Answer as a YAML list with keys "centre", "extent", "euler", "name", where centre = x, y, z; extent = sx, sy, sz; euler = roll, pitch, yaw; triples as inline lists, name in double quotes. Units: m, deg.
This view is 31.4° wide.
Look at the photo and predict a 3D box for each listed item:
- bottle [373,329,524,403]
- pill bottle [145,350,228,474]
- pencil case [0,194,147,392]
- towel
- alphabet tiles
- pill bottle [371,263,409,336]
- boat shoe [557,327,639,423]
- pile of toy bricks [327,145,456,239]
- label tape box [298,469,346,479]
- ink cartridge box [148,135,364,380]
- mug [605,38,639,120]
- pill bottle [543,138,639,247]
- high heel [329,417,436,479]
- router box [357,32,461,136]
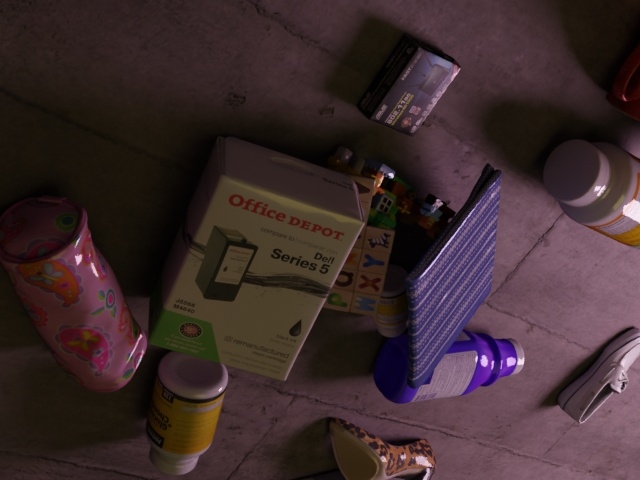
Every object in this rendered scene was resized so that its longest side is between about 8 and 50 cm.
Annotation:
- centre: [0.227, 0.210, 1.955]
  extent: [0.283, 0.092, 0.118]
  euler: [-2, 124, -35]
  name: "bottle"
- centre: [-0.201, 0.255, 1.674]
  extent: [0.103, 0.103, 0.184]
  euler: [-7, 130, -31]
  name: "pill bottle"
- centre: [-0.307, 0.069, 1.425]
  extent: [0.124, 0.124, 0.284]
  euler: [-29, 139, -11]
  name: "pencil case"
- centre: [0.196, 0.063, 1.733]
  extent: [0.243, 0.040, 0.336]
  euler: [-51, 156, -25]
  name: "towel"
- centre: [0.000, 0.000, 1.577]
  extent: [0.198, 0.009, 0.237]
  euler: [10, 128, 1]
  name: "alphabet tiles"
- centre: [0.109, 0.098, 1.788]
  extent: [0.065, 0.065, 0.116]
  euler: [-24, 138, -17]
  name: "pill bottle"
- centre: [0.582, 0.278, 2.289]
  extent: [0.226, 0.076, 0.083]
  euler: [-47, 139, 9]
  name: "boat shoe"
- centre: [0.090, -0.038, 1.600]
  extent: [0.212, 0.118, 0.105]
  euler: [29, 87, -47]
  name: "pile of toy bricks"
- centre: [-0.090, 0.550, 2.022]
  extent: [0.334, 0.106, 0.240]
  euler: [-7, 129, -32]
  name: "label tape box"
- centre: [-0.089, 0.027, 1.492]
  extent: [0.198, 0.114, 0.272]
  euler: [17, 118, -16]
  name: "ink cartridge box"
- centre: [0.517, -0.264, 1.712]
  extent: [0.169, 0.113, 0.150]
  euler: [-67, 169, 24]
  name: "mug"
- centre: [0.466, -0.080, 1.834]
  extent: [0.246, 0.136, 0.136]
  euler: [19, 114, -44]
  name: "pill bottle"
- centre: [0.110, 0.364, 2.049]
  extent: [0.093, 0.186, 0.261]
  euler: [-27, 114, 32]
  name: "high heel"
- centre: [0.120, -0.208, 1.540]
  extent: [0.092, 0.038, 0.122]
  euler: [16, 116, -43]
  name: "router box"
